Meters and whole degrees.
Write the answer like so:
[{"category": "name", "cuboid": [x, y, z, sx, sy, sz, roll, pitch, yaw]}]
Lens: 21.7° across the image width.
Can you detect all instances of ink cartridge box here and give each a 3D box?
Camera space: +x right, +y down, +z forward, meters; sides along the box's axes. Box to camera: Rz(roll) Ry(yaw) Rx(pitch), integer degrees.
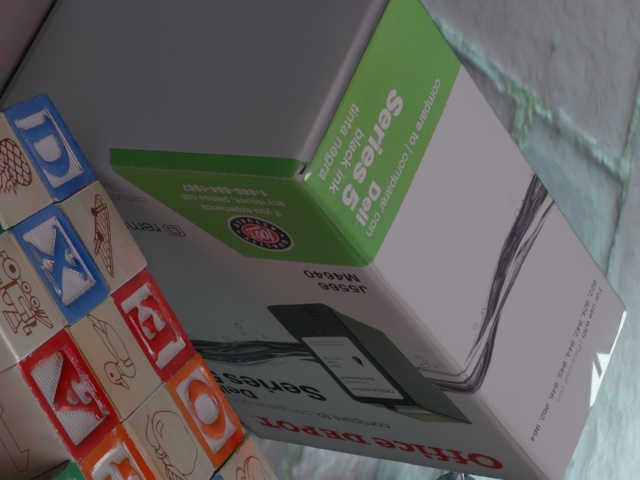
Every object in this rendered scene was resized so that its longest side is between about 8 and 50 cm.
[{"category": "ink cartridge box", "cuboid": [0.000, 0.000, 0.807, 0.273, 0.198, 0.114, 49, 56, -43]}]

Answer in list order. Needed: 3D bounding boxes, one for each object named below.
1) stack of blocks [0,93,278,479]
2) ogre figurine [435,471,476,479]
[{"category": "stack of blocks", "cuboid": [-0.098, 0.105, 0.649, 0.297, 0.087, 0.171, 60, 21, -6]}, {"category": "ogre figurine", "cuboid": [0.084, 0.211, 1.038, 0.197, 0.097, 0.118, 36, 83, -32]}]
